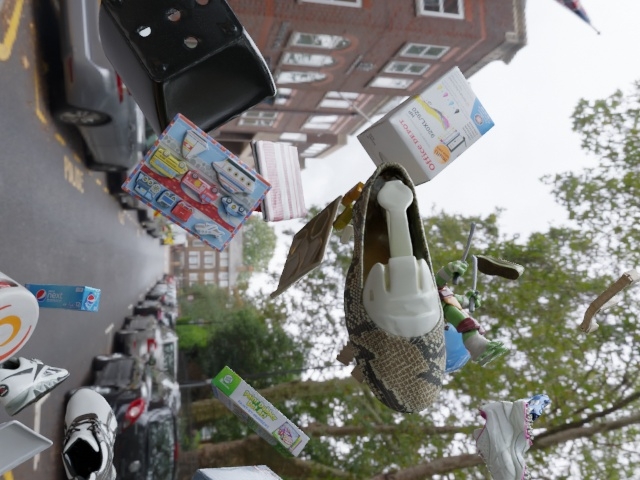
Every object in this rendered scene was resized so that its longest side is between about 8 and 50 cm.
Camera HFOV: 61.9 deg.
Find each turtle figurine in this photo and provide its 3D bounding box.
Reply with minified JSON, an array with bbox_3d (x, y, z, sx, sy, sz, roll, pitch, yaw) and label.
[{"bbox_3d":[0.333,0.123,1.186,0.266,0.275,0.197,59,-22,29],"label":"turtle figurine"}]

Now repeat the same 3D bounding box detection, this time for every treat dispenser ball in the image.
[{"bbox_3d":[0.431,0.357,2.001,0.288,0.288,0.287,179,-90,-75],"label":"treat dispenser ball"}]

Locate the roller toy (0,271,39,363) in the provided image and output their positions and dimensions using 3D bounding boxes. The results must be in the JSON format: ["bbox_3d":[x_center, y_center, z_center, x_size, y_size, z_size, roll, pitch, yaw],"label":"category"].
[{"bbox_3d":[-0.699,0.152,1.091,0.209,0.146,0.191,-52,161,-30],"label":"roller toy"}]

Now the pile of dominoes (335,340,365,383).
[{"bbox_3d":[0.176,0.412,1.890,0.196,0.040,0.251,41,-47,14],"label":"pile of dominoes"}]

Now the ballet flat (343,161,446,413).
[{"bbox_3d":[0.123,0.036,0.908,0.182,0.164,0.482,95,-3,-46],"label":"ballet flat"}]

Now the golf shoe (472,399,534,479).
[{"bbox_3d":[0.438,0.531,1.291,0.306,0.140,0.115,-68,146,-40],"label":"golf shoe"}]

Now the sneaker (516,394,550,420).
[{"bbox_3d":[0.583,0.465,1.467,0.059,0.144,0.053,55,-40,43],"label":"sneaker"}]

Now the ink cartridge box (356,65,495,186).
[{"bbox_3d":[0.242,-0.253,1.249,0.171,0.233,0.168,53,-19,-9],"label":"ink cartridge box"}]

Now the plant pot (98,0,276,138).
[{"bbox_3d":[-0.181,-0.256,0.709,0.188,0.188,0.167,58,-8,1],"label":"plant pot"}]

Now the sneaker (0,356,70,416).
[{"bbox_3d":[-0.828,0.385,1.522,0.146,0.122,0.330,49,-12,-1],"label":"sneaker"}]

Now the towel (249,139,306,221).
[{"bbox_3d":[-0.123,-0.176,1.614,0.329,0.037,0.236,-17,99,-72],"label":"towel"}]

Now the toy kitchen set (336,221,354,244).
[{"bbox_3d":[0.085,-0.030,1.846,0.075,0.083,0.068,-124,-127,-66],"label":"toy kitchen set"}]

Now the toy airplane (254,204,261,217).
[{"bbox_3d":[-0.190,-0.130,1.672,0.028,0.151,0.151,109,-24,-57],"label":"toy airplane"}]

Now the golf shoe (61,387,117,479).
[{"bbox_3d":[-0.343,0.291,0.794,0.093,0.077,0.198,98,-30,-42],"label":"golf shoe"}]

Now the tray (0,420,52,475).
[{"bbox_3d":[-0.662,0.423,0.990,0.030,0.270,0.145,51,-18,32],"label":"tray"}]

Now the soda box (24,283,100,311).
[{"bbox_3d":[-0.742,0.164,1.528,0.071,0.210,0.067,38,56,-69],"label":"soda box"}]

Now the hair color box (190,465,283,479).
[{"bbox_3d":[-0.233,0.711,1.406,0.185,0.114,0.374,-60,152,-8],"label":"hair color box"}]

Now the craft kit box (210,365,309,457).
[{"bbox_3d":[-0.149,0.415,1.268,0.247,0.061,0.250,42,-22,8],"label":"craft kit box"}]

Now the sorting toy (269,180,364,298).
[{"bbox_3d":[0.000,0.000,1.228,0.307,0.041,0.229,-38,-156,48],"label":"sorting toy"}]

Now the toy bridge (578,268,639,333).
[{"bbox_3d":[0.582,0.129,1.094,0.026,0.063,0.188,59,-29,36],"label":"toy bridge"}]

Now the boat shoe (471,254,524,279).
[{"bbox_3d":[0.535,0.076,1.619,0.153,0.048,0.056,15,-57,39],"label":"boat shoe"}]

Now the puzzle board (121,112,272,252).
[{"bbox_3d":[-0.127,-0.057,0.567,0.096,0.128,0.011,-52,-151,2],"label":"puzzle board"}]
